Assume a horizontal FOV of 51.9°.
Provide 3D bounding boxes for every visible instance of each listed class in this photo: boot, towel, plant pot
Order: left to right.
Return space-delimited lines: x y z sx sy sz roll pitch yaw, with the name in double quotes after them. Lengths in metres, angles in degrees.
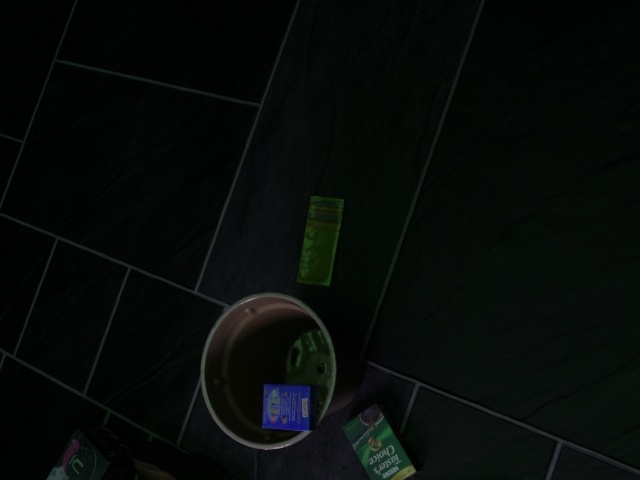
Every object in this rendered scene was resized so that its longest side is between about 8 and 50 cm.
-0.362 0.640 1.751 0.305 0.112 0.115 14 115 23 "boot"
-0.055 0.301 1.543 0.334 0.305 0.333 -5 77 25 "plant pot"
0.000 0.000 1.740 0.102 0.021 0.237 6 82 27 "towel"

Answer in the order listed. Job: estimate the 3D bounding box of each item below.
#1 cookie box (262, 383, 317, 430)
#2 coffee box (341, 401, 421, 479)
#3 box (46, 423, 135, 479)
-0.062 0.340 1.344 0.107 0.040 0.091 -3 78 25 "cookie box"
0.143 0.490 1.559 0.113 0.040 0.184 -36 67 14 "coffee box"
-0.649 0.664 1.836 0.163 0.142 0.247 34 94 26 "box"
